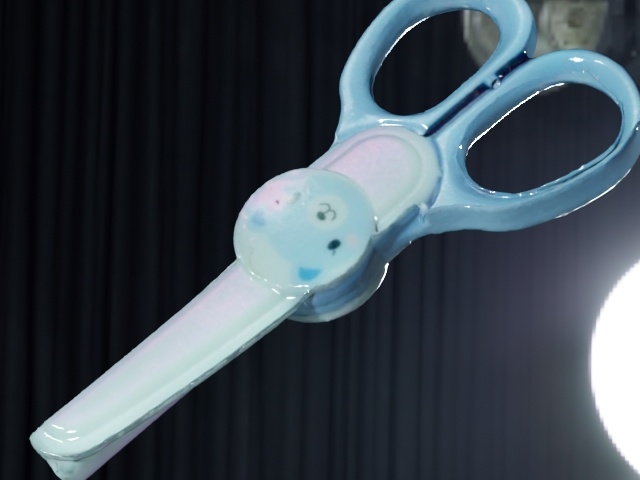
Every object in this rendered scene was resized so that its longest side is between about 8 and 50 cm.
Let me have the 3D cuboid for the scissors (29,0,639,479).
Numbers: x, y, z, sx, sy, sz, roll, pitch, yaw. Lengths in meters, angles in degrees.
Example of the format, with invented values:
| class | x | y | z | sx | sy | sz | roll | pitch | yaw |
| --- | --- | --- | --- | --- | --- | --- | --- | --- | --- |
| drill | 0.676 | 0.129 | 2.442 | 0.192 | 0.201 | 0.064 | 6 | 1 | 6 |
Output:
| class | x | y | z | sx | sy | sz | roll | pitch | yaw |
| --- | --- | --- | --- | --- | --- | --- | --- | --- | --- |
| scissors | 0.000 | 0.000 | 0.485 | 0.125 | 0.256 | 0.030 | 42 | -12 | 34 |
